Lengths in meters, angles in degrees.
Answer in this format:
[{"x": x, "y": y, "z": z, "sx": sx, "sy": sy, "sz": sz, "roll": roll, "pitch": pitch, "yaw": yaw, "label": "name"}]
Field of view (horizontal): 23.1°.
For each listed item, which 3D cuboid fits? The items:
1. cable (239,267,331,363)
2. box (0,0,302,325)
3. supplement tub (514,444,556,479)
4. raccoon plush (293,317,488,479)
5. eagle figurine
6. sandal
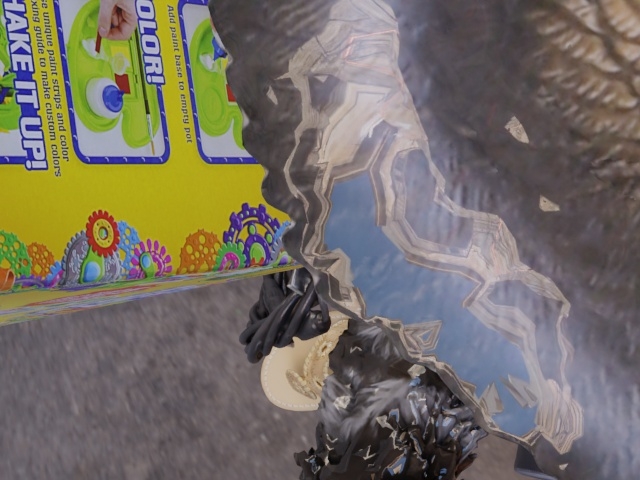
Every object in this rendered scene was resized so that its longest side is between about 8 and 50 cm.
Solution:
[{"x": 0.000, "y": 0.000, "z": 1.068, "sx": 0.047, "sy": 0.150, "sz": 0.184, "roll": 25, "pitch": 56, "yaw": -11, "label": "cable"}, {"x": -0.182, "y": -0.050, "z": 0.676, "sx": 0.279, "sy": 0.290, "sz": 0.177, "roll": -4, "pitch": 84, "yaw": -53, "label": "box"}, {"x": 0.175, "y": 0.057, "z": 0.992, "sx": 0.106, "sy": 0.106, "sz": 0.198, "roll": 15, "pitch": 82, "yaw": -16, "label": "supplement tub"}, {"x": 0.095, "y": 0.243, "z": 0.917, "sx": 0.446, "sy": 0.216, "sz": 0.299, "roll": -55, "pitch": 133, "yaw": -9, "label": "raccoon plush"}, {"x": 0.135, "y": -0.014, "z": 0.349, "sx": 0.226, "sy": 0.298, "sz": 0.225, "roll": 26, "pitch": 109, "yaw": -38, "label": "eagle figurine"}, {"x": 0.031, "y": 0.107, "z": 1.406, "sx": 0.240, "sy": 0.079, "sz": 0.088, "roll": -19, "pitch": 97, "yaw": 26, "label": "sandal"}]
